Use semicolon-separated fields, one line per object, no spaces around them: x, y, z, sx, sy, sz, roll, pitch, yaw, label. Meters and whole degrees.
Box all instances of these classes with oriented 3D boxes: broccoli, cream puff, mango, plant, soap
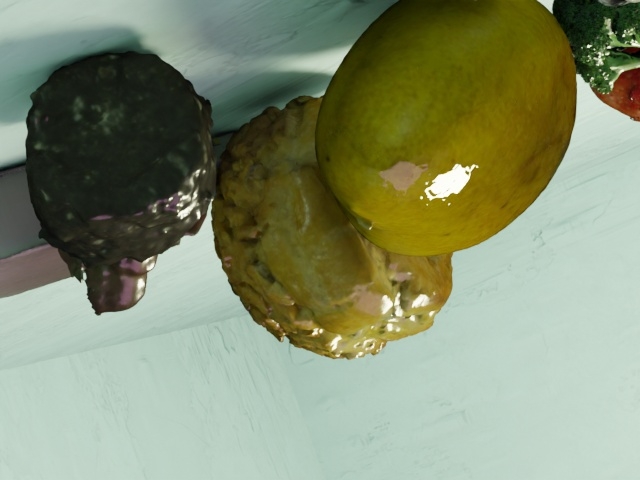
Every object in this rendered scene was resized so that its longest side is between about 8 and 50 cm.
0.329;-0.249;1.782;0.156;0.195;0.195;22;167;-5;broccoli
0.000;0.000;1.933;0.231;0.327;0.343;-26;-157;19;cream puff
0.113;-0.117;1.659;0.301;0.220;0.445;-61;163;19;mango
-0.181;-0.066;1.548;0.178;0.204;0.234;-11;162;-1;plant
-0.289;-0.021;1.920;0.296;0.107;0.285;-17;172;-20;soap

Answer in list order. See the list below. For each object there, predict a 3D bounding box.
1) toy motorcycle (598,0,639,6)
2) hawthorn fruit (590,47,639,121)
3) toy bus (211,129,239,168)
0.375;-0.324;1.445;0.340;0.108;0.223;-32;162;9;toy motorcycle
0.416;-0.244;2.020;0.181;0.181;0.235;-18;163;-16;hawthorn fruit
-0.125;-0.098;2.029;0.102;0.052;0.058;-18;171;-32;toy bus
